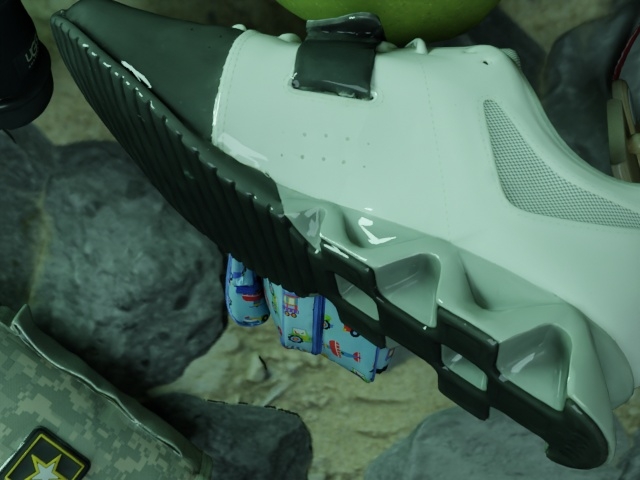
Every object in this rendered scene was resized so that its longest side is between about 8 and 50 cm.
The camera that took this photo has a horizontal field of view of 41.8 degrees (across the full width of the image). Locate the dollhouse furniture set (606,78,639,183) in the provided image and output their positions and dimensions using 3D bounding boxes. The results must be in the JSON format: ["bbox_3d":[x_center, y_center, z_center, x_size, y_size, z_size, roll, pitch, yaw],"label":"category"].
[{"bbox_3d":[0.261,-0.065,0.501,0.151,0.144,0.123,-11,134,26],"label":"dollhouse furniture set"}]

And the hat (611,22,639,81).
[{"bbox_3d":[0.246,-0.220,0.473,0.208,0.173,0.183,-11,157,28],"label":"hat"}]

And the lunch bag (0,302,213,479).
[{"bbox_3d":[-0.259,0.205,0.657,0.287,0.169,0.235,-43,110,13],"label":"lunch bag"}]

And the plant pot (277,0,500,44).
[{"bbox_3d":[0.054,-0.243,0.356,0.275,0.274,0.293,7,137,-5],"label":"plant pot"}]

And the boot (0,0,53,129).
[{"bbox_3d":[-0.267,-0.160,0.427,0.246,0.094,0.207,9,145,-1],"label":"boot"}]

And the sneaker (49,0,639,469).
[{"bbox_3d":[0.021,-0.046,0.405,0.330,0.146,0.122,33,161,17],"label":"sneaker"}]

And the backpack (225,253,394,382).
[{"bbox_3d":[0.000,0.000,0.530,0.117,0.173,0.158,4,122,-4],"label":"backpack"}]
